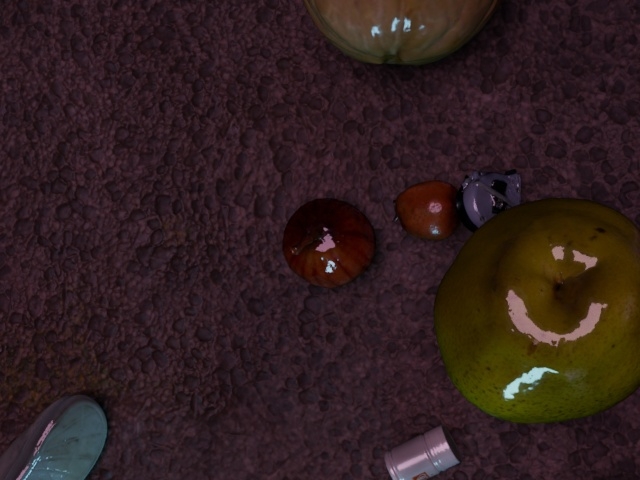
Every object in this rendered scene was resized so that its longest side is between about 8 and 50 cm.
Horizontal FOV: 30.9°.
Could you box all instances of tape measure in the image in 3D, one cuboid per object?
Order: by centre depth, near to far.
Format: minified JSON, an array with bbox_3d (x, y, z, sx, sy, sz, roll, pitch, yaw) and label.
[{"bbox_3d":[0.225,-0.048,1.517,0.054,0.094,0.091,-20,80,57],"label":"tape measure"}]

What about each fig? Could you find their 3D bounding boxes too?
[{"bbox_3d":[-0.002,-0.001,1.556,0.128,0.150,0.128,-27,54,44],"label":"fig"}]

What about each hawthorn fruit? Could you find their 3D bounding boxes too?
[{"bbox_3d":[0.138,-0.040,1.545,0.093,0.081,0.081,3,86,18],"label":"hawthorn fruit"}]

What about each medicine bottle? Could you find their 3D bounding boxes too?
[{"bbox_3d":[0.134,0.286,1.525,0.089,0.057,0.057,-29,78,11],"label":"medicine bottle"}]

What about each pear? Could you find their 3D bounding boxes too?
[{"bbox_3d":[0.277,0.086,1.395,0.294,0.294,0.294,-1,85,15],"label":"pear"}]

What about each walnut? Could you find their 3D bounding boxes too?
[{"bbox_3d":[0.110,-0.381,1.495,0.277,0.252,0.312,-1,80,26],"label":"walnut"}]

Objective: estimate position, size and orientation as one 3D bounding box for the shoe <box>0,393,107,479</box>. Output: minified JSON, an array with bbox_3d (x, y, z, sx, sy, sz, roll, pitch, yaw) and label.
[{"bbox_3d":[-0.405,0.325,1.654,0.251,0.103,0.100,-56,31,-9],"label":"shoe"}]
